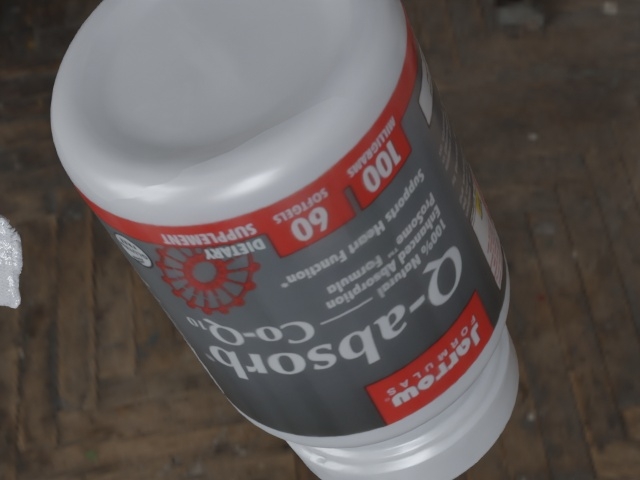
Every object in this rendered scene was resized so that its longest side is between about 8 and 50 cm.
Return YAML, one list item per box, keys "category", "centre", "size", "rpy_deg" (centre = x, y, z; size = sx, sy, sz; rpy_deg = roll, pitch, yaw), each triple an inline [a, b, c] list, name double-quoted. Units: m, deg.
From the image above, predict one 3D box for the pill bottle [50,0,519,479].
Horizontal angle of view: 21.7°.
- category: "pill bottle"
  centre: [0.000, 0.000, 1.039]
  size: [0.210, 0.363, 0.210]
  rpy_deg: [-12, 50, 15]

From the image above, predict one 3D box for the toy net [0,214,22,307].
- category: "toy net"
  centre: [-0.302, 0.071, 1.196]
  size: [0.122, 0.045, 0.232]
  rpy_deg: [32, 92, -15]
